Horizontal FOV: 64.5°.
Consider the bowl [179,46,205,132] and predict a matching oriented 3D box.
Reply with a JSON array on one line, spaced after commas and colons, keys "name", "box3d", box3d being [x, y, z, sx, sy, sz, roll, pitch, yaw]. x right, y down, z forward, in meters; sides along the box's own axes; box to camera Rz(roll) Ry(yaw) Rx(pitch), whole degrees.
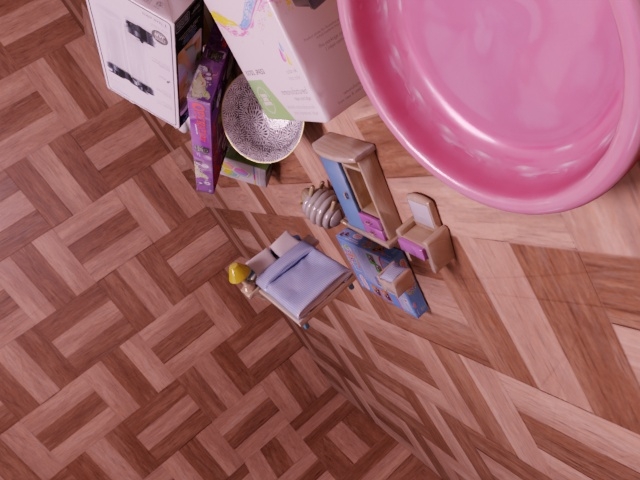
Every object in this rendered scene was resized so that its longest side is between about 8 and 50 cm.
[{"name": "bowl", "box3d": [-0.336, -0.371, 1.303, 0.298, 0.134, 0.298, 46, 163, 19]}]

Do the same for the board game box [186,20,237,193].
[{"name": "board game box", "box3d": [-0.216, -0.264, 1.046, 0.056, 0.208, 0.347, 18, 157, -4]}]

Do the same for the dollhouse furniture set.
[{"name": "dollhouse furniture set", "box3d": [0.000, 0.000, 0.851, 0.286, 0.303, 0.198, 31, 154, 52]}]

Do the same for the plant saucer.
[{"name": "plant saucer", "box3d": [0.148, -0.179, 0.457, 0.332, 0.084, 0.332, 47, 163, 20]}]

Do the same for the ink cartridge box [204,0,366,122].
[{"name": "ink cartridge box", "box3d": [-0.073, -0.339, 0.661, 0.207, 0.119, 0.354, 25, 149, 59]}]

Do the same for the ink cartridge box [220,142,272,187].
[{"name": "ink cartridge box", "box3d": [-0.227, -0.209, 1.289, 0.209, 0.062, 0.109, 18, 161, 0]}]

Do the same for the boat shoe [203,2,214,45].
[{"name": "boat shoe", "box3d": [-0.400, -0.559, 1.047, 0.500, 0.156, 0.187, 49, 165, 18]}]

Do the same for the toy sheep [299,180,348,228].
[{"name": "toy sheep", "box3d": [0.010, -0.069, 1.077, 0.132, 0.091, 0.091, 39, 160, 24]}]

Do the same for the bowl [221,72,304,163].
[{"name": "bowl", "box3d": [-0.095, -0.238, 0.962, 0.170, 0.080, 0.170, 8, 112, 19]}]

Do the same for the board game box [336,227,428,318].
[{"name": "board game box", "box3d": [0.130, 0.066, 1.108, 0.211, 0.039, 0.160, 25, 149, 57]}]

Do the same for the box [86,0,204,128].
[{"name": "box", "box3d": [-0.299, -0.342, 0.889, 0.169, 0.087, 0.290, 30, 155, -1]}]
